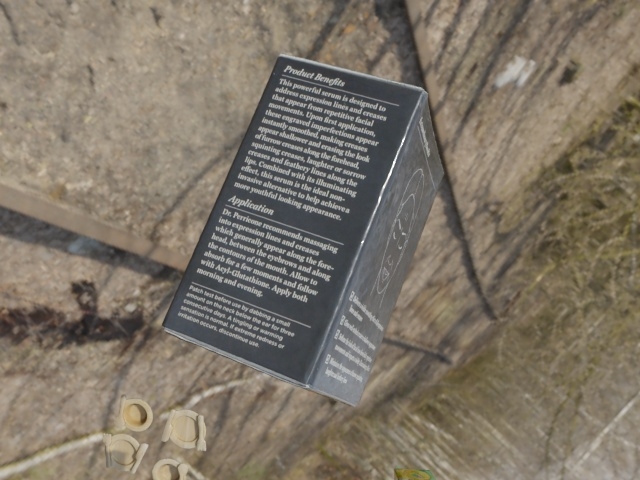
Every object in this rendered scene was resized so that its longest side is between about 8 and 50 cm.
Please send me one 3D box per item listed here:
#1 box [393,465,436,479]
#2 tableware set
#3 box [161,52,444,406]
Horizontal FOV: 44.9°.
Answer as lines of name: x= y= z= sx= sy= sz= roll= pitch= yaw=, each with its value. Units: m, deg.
box: x=0.092 y=0.281 z=0.725 sx=0.179 sy=0.043 sz=0.105 roll=139 pitch=-47 yaw=-87
tableware set: x=-0.263 y=0.318 z=1.218 sx=0.020 sy=0.168 sz=0.141 roll=-47 pitch=153 yaw=-76
box: x=0.000 y=0.000 z=1.071 sx=0.396 sy=0.211 sz=0.293 roll=-68 pitch=161 yaw=-11
